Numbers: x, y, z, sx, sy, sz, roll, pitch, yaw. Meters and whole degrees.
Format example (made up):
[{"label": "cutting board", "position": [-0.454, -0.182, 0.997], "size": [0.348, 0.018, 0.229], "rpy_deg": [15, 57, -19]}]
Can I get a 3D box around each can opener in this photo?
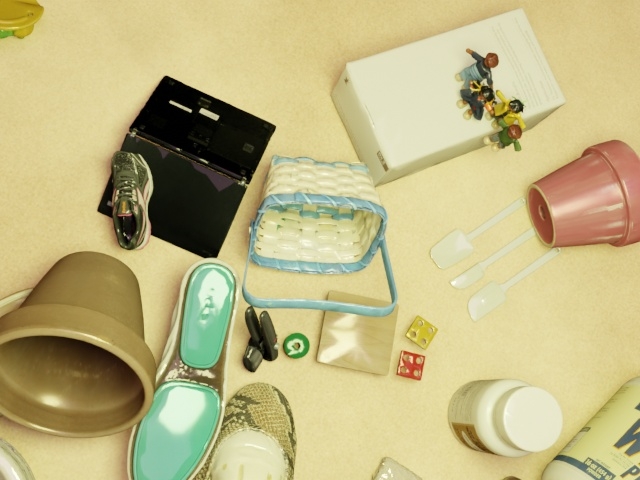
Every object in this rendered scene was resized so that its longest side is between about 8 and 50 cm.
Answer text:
[{"label": "can opener", "position": [-0.098, 0.164, 1.288], "size": [0.059, 0.186, 0.073], "rpy_deg": [12, 56, 4]}]

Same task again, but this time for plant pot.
[{"label": "plant pot", "position": [-0.375, 0.144, 1.199], "size": [0.262, 0.263, 0.229], "rpy_deg": [11, 41, -8]}, {"label": "plant pot", "position": [0.502, -0.071, 1.446], "size": [0.180, 0.201, 0.202], "rpy_deg": [-17, 82, -2]}]

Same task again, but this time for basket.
[{"label": "basket", "position": [0.000, 0.000, 1.309], "size": [0.254, 0.201, 0.289], "rpy_deg": [7, 46, -8]}]

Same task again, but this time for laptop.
[{"label": "laptop", "position": [-0.242, -0.137, 1.405], "size": [0.234, 0.137, 0.264], "rpy_deg": [24, 50, -6]}]

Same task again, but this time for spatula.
[{"label": "spatula", "position": [0.346, 0.024, 1.480], "size": [0.242, 0.019, 0.168], "rpy_deg": [-33, 85, -15]}]

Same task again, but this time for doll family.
[{"label": "doll family", "position": [0.299, -0.244, 1.320], "size": [0.076, 0.111, 0.193], "rpy_deg": [-44, 93, -14]}]

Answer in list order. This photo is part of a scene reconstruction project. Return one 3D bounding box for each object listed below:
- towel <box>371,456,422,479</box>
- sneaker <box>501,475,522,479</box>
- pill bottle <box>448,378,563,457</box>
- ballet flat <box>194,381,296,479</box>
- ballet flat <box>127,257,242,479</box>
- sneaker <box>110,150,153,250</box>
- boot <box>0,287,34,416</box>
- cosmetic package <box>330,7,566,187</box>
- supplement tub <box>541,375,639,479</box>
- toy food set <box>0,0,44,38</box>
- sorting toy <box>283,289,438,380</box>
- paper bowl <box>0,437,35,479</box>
[{"label": "towel", "position": [0.121, 0.534, 1.295], "size": [0.187, 0.049, 0.282], "rpy_deg": [33, 65, 0]}, {"label": "sneaker", "position": [0.400, 0.502, 1.364], "size": [0.066, 0.071, 0.188], "rpy_deg": [-40, 88, -15]}, {"label": "pill bottle", "position": [0.317, 0.304, 1.307], "size": [0.131, 0.229, 0.131], "rpy_deg": [2, 78, -10]}, {"label": "ballet flat", "position": [-0.146, 0.464, 1.212], "size": [0.164, 0.182, 0.483], "rpy_deg": [22, 75, -5]}, {"label": "ballet flat", "position": [-0.221, 0.227, 1.276], "size": [0.139, 0.139, 0.401], "rpy_deg": [15, 81, -7]}, {"label": "sneaker", "position": [-0.327, -0.067, 1.310], "size": [0.071, 0.077, 0.178], "rpy_deg": [-7, 99, 2]}, {"label": "boot", "position": [-0.520, 0.194, 1.252], "size": [0.213, 0.077, 0.165], "rpy_deg": [-37, 87, -10]}, {"label": "cosmetic package", "position": [0.240, -0.271, 1.453], "size": [0.384, 0.156, 0.217], "rpy_deg": [-19, 82, -13]}, {"label": "supplement tub", "position": [0.577, 0.389, 1.336], "size": [0.325, 0.235, 0.235], "rpy_deg": [-40, 88, -15]}, {"label": "toy food set", "position": [-0.612, -0.410, 1.369], "size": [0.217, 0.071, 0.128], "rpy_deg": [11, 53, -10]}, {"label": "sorting toy", "position": [0.074, 0.171, 1.383], "size": [0.274, 0.046, 0.132], "rpy_deg": [12, 76, -8]}, {"label": "paper bowl", "position": [-0.575, 0.426, 1.156], "size": [0.284, 0.148, 0.285], "rpy_deg": [2, 79, -10]}]
